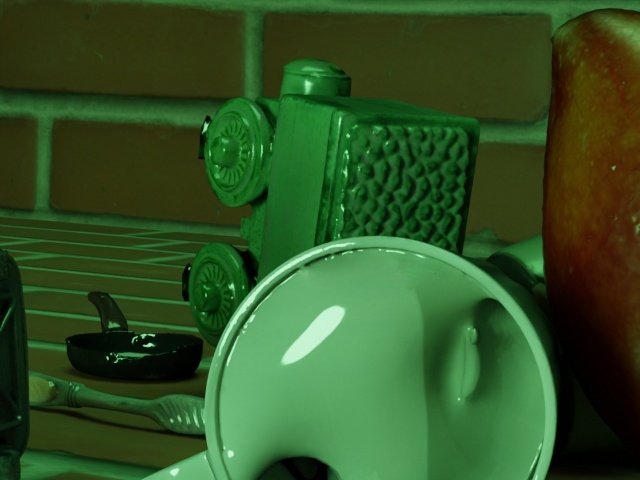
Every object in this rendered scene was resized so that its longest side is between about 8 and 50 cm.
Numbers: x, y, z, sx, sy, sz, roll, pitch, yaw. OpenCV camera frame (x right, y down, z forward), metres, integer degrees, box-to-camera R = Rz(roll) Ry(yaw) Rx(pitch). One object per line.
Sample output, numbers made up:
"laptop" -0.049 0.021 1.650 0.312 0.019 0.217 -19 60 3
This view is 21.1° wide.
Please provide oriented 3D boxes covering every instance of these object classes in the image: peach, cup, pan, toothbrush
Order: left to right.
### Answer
"toothbrush" -0.220 0.107 1.252 0.375 0.028 0.037 6 -1 28
"pan" -0.173 0.085 1.480 0.115 0.040 0.212 1 12 -21
"cup" 0.021 0.078 0.903 0.221 0.167 0.202 6 2 12
"peach" 0.247 0.022 0.903 0.361 0.258 0.201 41 34 2

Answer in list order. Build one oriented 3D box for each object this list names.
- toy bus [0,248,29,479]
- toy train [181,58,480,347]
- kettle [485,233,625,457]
"toy bus" -0.273 0.079 0.882 0.157 0.139 0.289 -1 6 22
"toy train" 0.000 0.000 1.302 0.145 0.266 0.202 0 13 -36
"kettle" 0.230 0.068 1.200 0.255 0.165 0.240 -15 -23 -20
